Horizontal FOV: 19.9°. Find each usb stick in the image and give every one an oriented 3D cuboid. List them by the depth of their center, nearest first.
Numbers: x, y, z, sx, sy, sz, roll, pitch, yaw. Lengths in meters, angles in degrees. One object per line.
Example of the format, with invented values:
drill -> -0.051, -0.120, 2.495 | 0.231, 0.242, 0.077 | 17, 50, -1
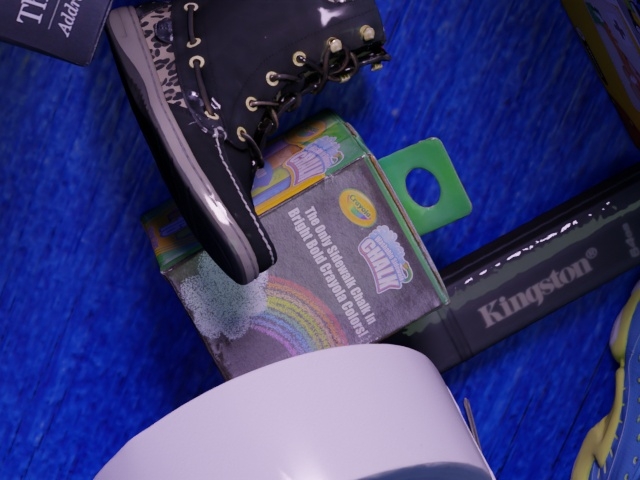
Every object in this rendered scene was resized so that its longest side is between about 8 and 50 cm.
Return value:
usb stick -> 0.147, 0.031, 1.376 | 0.278, 0.045, 0.077 | -29, 112, -2

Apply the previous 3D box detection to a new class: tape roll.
tape roll -> -0.023, 0.190, 1.283 | 0.286, 0.100, 0.286 | -21, 152, -12

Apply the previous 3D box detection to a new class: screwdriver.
screwdriver -> 0.135, 0.200, 1.452 | 0.024, 0.025, 0.170 | -18, 103, -5

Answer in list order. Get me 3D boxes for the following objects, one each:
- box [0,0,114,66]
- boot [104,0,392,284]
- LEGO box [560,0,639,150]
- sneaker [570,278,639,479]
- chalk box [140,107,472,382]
box -> -0.218, -0.315, 0.976 | 0.312, 0.179, 0.343 | 16, 118, -15
boot -> -0.029, -0.095, 1.208 | 0.178, 0.236, 0.085 | -22, 146, -9
LEGO box -> 0.239, -0.250, 1.121 | 0.193, 0.372, 0.500 | -32, 113, 0
sneaker -> 0.270, 0.134, 1.395 | 0.091, 0.126, 0.240 | 9, 107, -15
chalk box -> 0.000, 0.000, 1.288 | 0.213, 0.132, 0.132 | -29, 111, -2
